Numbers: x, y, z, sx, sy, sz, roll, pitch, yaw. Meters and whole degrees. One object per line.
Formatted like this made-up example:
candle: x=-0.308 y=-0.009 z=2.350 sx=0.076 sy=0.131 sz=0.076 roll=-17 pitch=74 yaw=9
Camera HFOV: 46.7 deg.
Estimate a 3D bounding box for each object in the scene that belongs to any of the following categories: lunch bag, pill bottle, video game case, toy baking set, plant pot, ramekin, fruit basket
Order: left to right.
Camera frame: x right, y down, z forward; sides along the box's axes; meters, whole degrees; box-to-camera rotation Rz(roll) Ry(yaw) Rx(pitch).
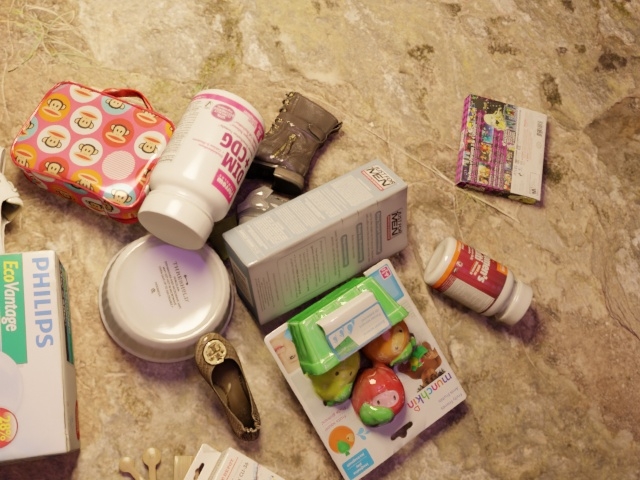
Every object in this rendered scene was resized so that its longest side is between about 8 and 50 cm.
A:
lunch bag: x=-0.438 y=-0.196 z=1.491 sx=0.293 sy=0.120 sz=0.258 roll=23 pitch=71 yaw=6
toy baking set: x=-0.324 y=0.519 z=1.416 sx=0.196 sy=0.030 sz=0.256 roll=25 pitch=65 yaw=-1
ramekin: x=-0.302 y=0.105 z=1.469 sx=0.272 sy=0.127 sz=0.273 roll=3 pitch=76 yaw=-13
pill bottle: x=-0.228 y=-0.135 z=1.422 sx=0.160 sy=0.160 sz=0.283 roll=25 pitch=65 yaw=-7
plant pot: x=-0.199 y=-0.003 z=1.554 sx=0.083 sy=0.083 sz=0.079 roll=-25 pitch=95 yaw=-19
fruit basket: x=0.104 y=0.263 z=1.519 sx=0.327 sy=0.165 sz=0.353 roll=-31 pitch=89 yaw=-19
pill bottle: x=0.350 y=0.093 z=1.644 sx=0.221 sy=0.121 sz=0.121 roll=28 pitch=71 yaw=-6
video game case: x=0.437 y=-0.220 z=1.785 sx=0.210 sy=0.042 sz=0.232 roll=12 pitch=74 yaw=-11

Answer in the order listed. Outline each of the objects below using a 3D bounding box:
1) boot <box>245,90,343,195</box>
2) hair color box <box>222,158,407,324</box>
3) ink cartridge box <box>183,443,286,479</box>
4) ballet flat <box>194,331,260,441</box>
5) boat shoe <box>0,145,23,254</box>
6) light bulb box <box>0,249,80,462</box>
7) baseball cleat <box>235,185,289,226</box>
boot: x=-0.102 y=-0.237 z=1.638 sx=0.262 sy=0.091 sz=0.229 roll=26 pitch=65 yaw=-8
hair color box: x=0.000 y=0.000 z=1.530 sx=0.374 sy=0.185 sz=0.113 roll=-27 pitch=49 yaw=-18
ink cartridge box: x=-0.160 y=0.482 z=1.427 sx=0.198 sy=0.067 sz=0.115 roll=33 pitch=57 yaw=-8
ballet flat: x=-0.172 y=0.290 z=1.440 sx=0.084 sy=0.058 sz=0.250 roll=-28 pitch=112 yaw=-24
boat shoe: x=-0.621 y=-0.069 z=1.424 sx=0.096 sy=0.098 sz=0.277 roll=2 pitch=58 yaw=-12
light bulb box: x=-0.628 y=0.222 z=1.305 sx=0.360 sy=0.225 sz=0.358 roll=-5 pitch=78 yaw=-15
baseball cleat: x=-0.081 y=-0.072 z=1.600 sx=0.205 sy=0.072 sz=0.110 roll=-9 pitch=76 yaw=-19
